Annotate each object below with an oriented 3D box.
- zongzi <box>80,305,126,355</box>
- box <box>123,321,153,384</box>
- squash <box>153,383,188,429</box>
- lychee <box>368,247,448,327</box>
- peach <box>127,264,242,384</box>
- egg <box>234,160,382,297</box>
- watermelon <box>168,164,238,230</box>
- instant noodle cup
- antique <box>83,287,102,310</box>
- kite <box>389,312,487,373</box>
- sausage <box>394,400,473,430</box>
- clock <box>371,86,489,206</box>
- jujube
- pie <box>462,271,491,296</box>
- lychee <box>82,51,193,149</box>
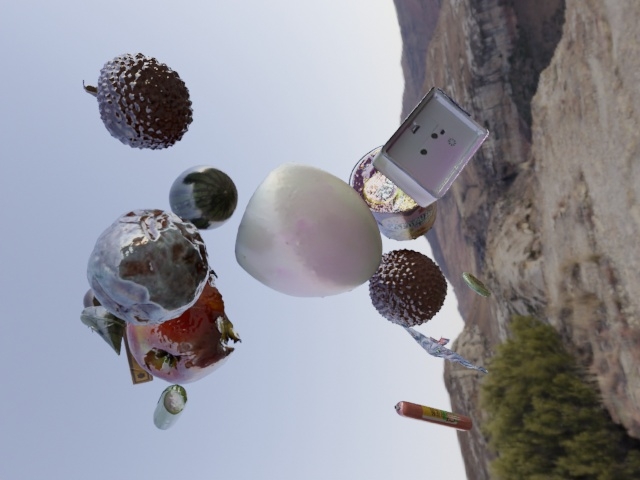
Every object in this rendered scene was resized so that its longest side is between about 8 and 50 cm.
[{"bbox_3d":[-0.505,0.207,1.069,0.055,0.109,0.119,74,-167,-65],"label":"zongzi"},{"bbox_3d":[-0.730,0.393,1.855,0.193,0.084,0.301,-126,34,-56],"label":"box"},{"bbox_3d":[-0.387,0.432,1.199,0.069,0.239,0.069,15,-132,-17],"label":"squash"},{"bbox_3d":[0.295,0.164,1.617,0.304,0.276,0.275,11,-113,-44],"label":"lychee"},{"bbox_3d":[-0.422,0.230,1.495,0.416,0.353,0.339,-65,-19,-49],"label":"peach"},{"bbox_3d":[0.000,0.000,1.254,0.354,0.340,0.354,-55,-18,-27],"label":"egg"},{"bbox_3d":[-0.359,-0.132,1.444,0.212,0.212,0.212,-11,-90,-70],"label":"watermelon"},{"bbox_3d":[0.303,-0.163,1.759,0.266,0.340,0.339,59,-153,-51],"label":"instant noodle cup"},{"bbox_3d":[-0.728,0.183,1.681,0.121,0.257,0.143,55,170,31],"label":"antique"},{"bbox_3d":[0.242,0.223,0.989,0.009,0.232,0.189,-58,-12,-19],"label":"kite"},{"bbox_3d":[0.216,0.330,0.872,0.223,0.029,0.029,24,-128,-32],"label":"sausage"},{"bbox_3d":[0.211,-0.177,0.893,0.192,0.147,0.071,-51,1,-19],"label":"clock"},{"bbox_3d":[-0.364,0.049,1.013,0.247,0.215,0.308,33,-170,-30],"label":"jujube"},{"bbox_3d":[0.383,0.108,1.148,0.085,0.017,0.085,31,-160,-13],"label":"pie"},{"bbox_3d":[-0.507,-0.390,1.310,0.264,0.300,0.264,-165,90,-82],"label":"lychee"}]
